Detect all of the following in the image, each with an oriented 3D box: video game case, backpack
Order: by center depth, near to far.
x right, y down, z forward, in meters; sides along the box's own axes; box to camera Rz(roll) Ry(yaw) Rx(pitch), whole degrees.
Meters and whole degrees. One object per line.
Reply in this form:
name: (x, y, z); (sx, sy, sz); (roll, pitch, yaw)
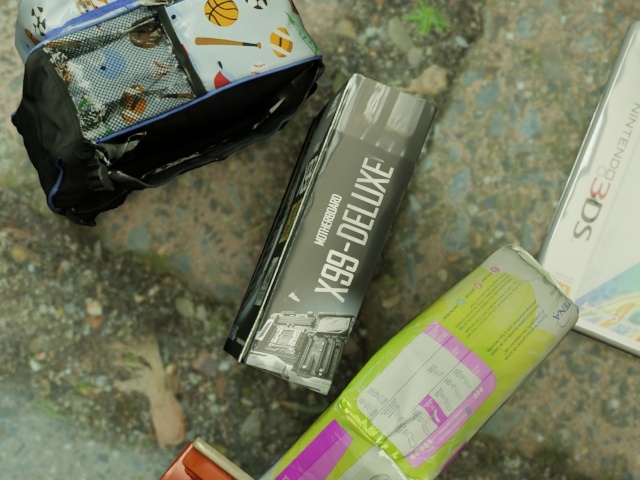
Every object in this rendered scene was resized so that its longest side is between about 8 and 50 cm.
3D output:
backpack: (-0.137, -0.149, 1.377); (0.263, 0.276, 0.213); (-17, 89, -16)
video game case: (0.395, -0.012, 1.486); (0.329, 0.036, 0.300); (22, 86, -1)

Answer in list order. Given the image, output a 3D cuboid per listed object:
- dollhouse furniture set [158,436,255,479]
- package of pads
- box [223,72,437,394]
dollhouse furniture set: (-0.158, 0.305, 1.368); (0.262, 0.135, 0.259); (35, 75, 13)
package of pads: (0.071, 0.144, 1.304); (0.101, 0.229, 0.296); (45, 43, 6)
box: (0.000, 0.000, 1.333); (0.077, 0.307, 0.242); (21, 87, -5)
